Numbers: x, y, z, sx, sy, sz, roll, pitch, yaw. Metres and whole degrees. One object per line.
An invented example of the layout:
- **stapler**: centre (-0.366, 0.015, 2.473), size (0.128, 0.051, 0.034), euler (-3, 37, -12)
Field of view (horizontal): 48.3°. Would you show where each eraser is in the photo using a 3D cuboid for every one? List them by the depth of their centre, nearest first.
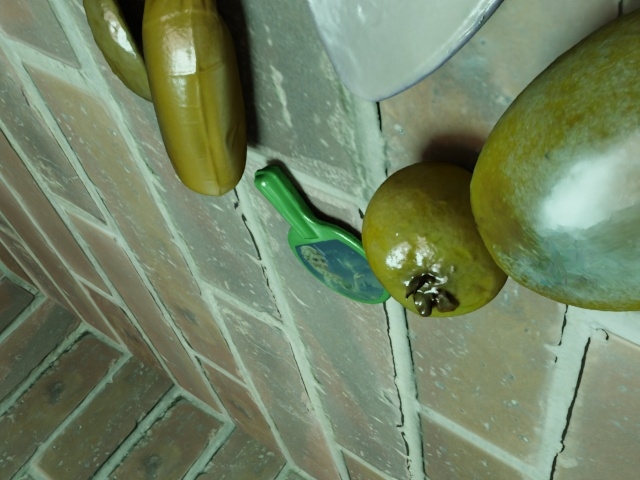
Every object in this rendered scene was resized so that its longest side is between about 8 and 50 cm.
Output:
- **eraser**: centre (0.054, -0.205, 0.525), size (0.204, 0.059, 0.243), euler (33, 150, 15)

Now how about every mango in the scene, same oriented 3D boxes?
- **mango**: centre (0.224, -0.051, 0.446), size (0.192, 0.146, 0.316), euler (38, 149, -12)

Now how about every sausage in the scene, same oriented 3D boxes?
- **sausage**: centre (-0.137, -0.179, 0.778), size (0.112, 0.112, 0.328), euler (31, 150, 19)

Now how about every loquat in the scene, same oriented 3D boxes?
- **loquat**: centre (0.111, 0.000, 0.678), size (0.137, 0.163, 0.163), euler (-13, 129, 22)

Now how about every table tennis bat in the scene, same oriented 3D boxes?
- **table tennis bat**: centre (0.000, 0.000, 0.956), size (0.160, 0.039, 0.257), euler (-3, 133, 52)

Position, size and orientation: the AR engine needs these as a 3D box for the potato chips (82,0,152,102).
- **potato chips**: centre (-0.235, -0.236, 0.824), size (0.202, 0.049, 0.150), euler (87, 162, -75)
